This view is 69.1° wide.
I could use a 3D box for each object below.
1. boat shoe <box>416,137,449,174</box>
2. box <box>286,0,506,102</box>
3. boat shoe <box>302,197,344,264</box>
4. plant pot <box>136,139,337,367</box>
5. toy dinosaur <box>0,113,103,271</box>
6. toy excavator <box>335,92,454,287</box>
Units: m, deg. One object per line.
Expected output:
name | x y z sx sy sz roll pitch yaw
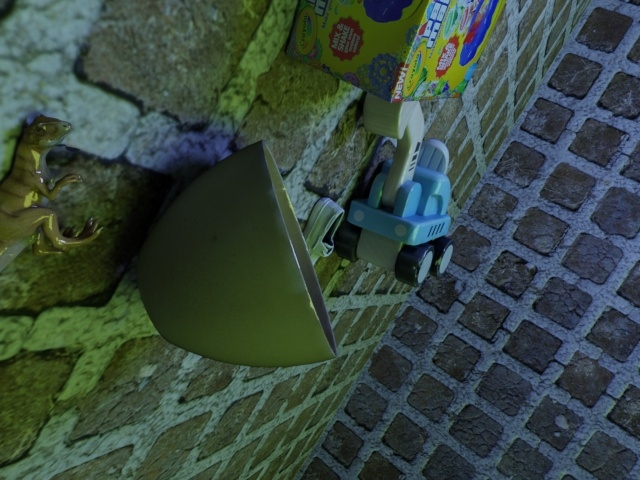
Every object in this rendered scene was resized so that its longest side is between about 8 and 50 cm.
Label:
boat shoe | 0.269 -0.173 1.284 0.119 0.121 0.335 -53 170 -30
box | 0.135 -0.360 0.627 0.279 0.177 0.289 -26 143 -51
boat shoe | 0.000 0.000 0.987 0.066 0.063 0.184 -15 134 -59
plant pot | -0.112 0.040 0.590 0.191 0.284 0.284 -19 154 1
toy dinosaur | -0.274 -0.010 0.420 0.112 0.064 0.211 29 84 -51
toy excavator | 0.186 -0.131 1.066 0.433 0.222 0.444 -12 118 -56
